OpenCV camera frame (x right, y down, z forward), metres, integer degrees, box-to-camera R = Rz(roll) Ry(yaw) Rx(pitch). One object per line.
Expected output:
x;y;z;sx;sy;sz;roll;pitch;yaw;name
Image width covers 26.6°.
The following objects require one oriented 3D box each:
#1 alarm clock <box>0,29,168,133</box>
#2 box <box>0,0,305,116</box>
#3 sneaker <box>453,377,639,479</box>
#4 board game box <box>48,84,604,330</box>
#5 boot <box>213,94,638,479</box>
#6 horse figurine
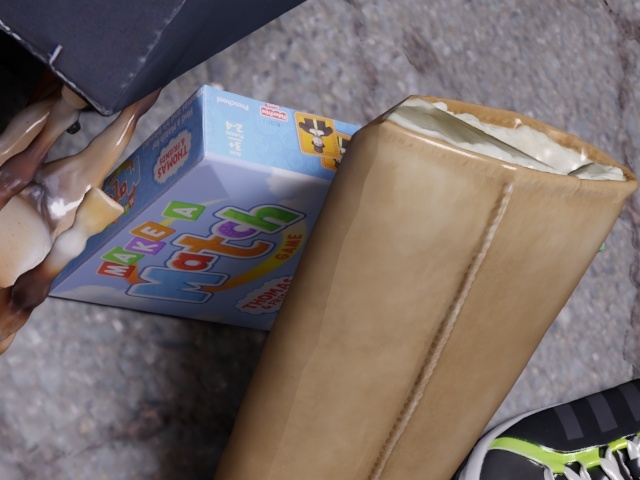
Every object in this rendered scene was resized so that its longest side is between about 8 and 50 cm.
-0.103;-0.142;0.682;0.129;0.064;0.192;50;55;-8;alarm clock
-0.096;-0.243;0.521;0.312;0.179;0.343;39;23;-1;box
0.171;0.116;0.752;0.234;0.097;0.084;-22;85;-38;sneaker
0.000;0.000;0.637;0.211;0.160;0.039;12;62;-30;board game box
-0.021;0.066;0.540;0.236;0.269;0.089;3;32;-42;boot
-0.121;-0.014;0.519;0.066;0.174;0.263;38;26;-16;horse figurine
